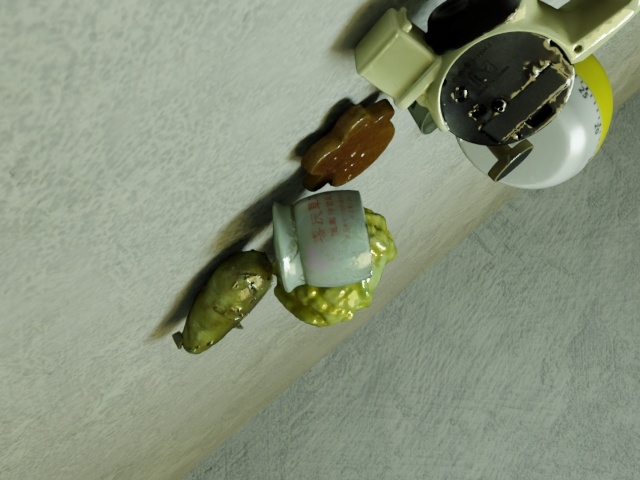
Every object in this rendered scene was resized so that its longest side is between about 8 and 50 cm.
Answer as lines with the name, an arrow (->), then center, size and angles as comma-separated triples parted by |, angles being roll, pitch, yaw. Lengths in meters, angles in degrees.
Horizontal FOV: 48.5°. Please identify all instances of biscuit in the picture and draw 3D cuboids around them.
biscuit -> 0.045, -0.141, 1.077 | 0.180, 0.039, 0.236 | -45, 166, 10

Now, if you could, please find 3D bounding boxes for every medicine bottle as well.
medicine bottle -> 0.000, 0.000, 1.081 | 0.143, 0.147, 0.147 | -8, 163, 0

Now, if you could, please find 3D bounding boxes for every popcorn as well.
popcorn -> 0.027, 0.042, 1.274 | 0.256, 0.195, 0.255 | -55, 179, -29

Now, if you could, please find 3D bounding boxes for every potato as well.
potato -> -0.156, 0.102, 1.160 | 0.225, 0.090, 0.117 | -50, 164, 25

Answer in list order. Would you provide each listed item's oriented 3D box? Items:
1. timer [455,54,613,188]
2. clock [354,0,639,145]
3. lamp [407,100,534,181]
timer -> 0.390, -0.251, 1.249 | 0.285, 0.285, 0.285 | -39, 165, -12
clock -> 0.238, -0.277, 0.798 | 0.379, 0.277, 0.120 | -49, -152, 31
lamp -> 0.198, -0.182, 1.004 | 0.121, 0.214, 0.121 | -37, 166, -11
